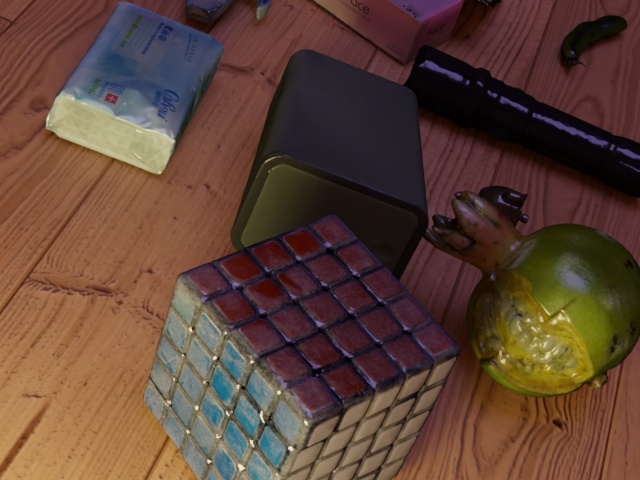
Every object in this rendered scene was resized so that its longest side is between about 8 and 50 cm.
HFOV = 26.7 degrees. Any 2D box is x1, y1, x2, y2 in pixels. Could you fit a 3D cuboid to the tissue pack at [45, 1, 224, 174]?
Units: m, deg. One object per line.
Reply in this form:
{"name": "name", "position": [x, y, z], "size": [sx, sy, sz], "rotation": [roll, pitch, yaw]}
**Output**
{"name": "tissue pack", "position": [-0.256, -0.224, 1.909], "size": [0.177, 0.089, 0.263], "rotation": [22, 42, -2]}

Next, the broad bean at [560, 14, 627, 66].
{"name": "broad bean", "position": [0.476, -0.355, 2.379], "size": [0.069, 0.039, 0.227], "rotation": [29, 43, 18]}

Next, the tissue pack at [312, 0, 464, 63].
{"name": "tissue pack", "position": [0.099, -0.415, 2.249], "size": [0.246, 0.092, 0.148], "rotation": [37, 43, 18]}

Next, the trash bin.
{"name": "trash bin", "position": [0.025, -0.107, 1.812], "size": [0.222, 0.158, 0.343], "rotation": [21, 34, -8]}

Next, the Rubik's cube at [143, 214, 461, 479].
{"name": "Rubik's cube", "position": [-0.029, 0.152, 1.497], "size": [0.238, 0.237, 0.237], "rotation": [-19, 56, -37]}

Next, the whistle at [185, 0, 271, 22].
{"name": "whistle", "position": [-0.152, -0.435, 2.183], "size": [0.180, 0.093, 0.269], "rotation": [23, 48, 3]}

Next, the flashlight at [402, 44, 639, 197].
{"name": "flashlight", "position": [0.328, -0.178, 2.096], "size": [0.424, 0.103, 0.103], "rotation": [25, 42, 2]}

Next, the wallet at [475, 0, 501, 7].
{"name": "wallet", "position": [0.256, -0.445, 2.317], "size": [0.124, 0.042, 0.230], "rotation": [35, 15, 4]}

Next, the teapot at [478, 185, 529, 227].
{"name": "teapot", "position": [0.257, -0.030, 1.924], "size": [0.080, 0.085, 0.110], "rotation": [20, 61, 2]}

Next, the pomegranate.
{"name": "pomegranate", "position": [0.266, 0.056, 1.702], "size": [0.302, 0.236, 0.236], "rotation": [47, 45, 2]}
